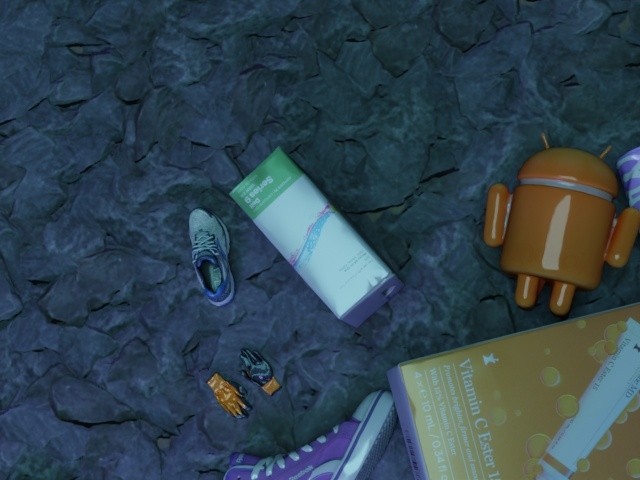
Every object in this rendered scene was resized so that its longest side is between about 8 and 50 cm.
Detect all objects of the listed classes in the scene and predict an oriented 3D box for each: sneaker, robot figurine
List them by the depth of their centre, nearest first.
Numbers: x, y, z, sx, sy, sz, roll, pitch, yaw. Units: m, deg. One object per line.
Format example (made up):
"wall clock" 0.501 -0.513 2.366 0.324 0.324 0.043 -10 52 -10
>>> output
"robot figurine" 0.293 -0.018 1.436 0.158 0.128 0.219 6 82 52
"sneaker" -0.028 0.280 1.470 0.161 0.102 0.282 34 89 17
"sneaker" -0.144 0.017 1.545 0.052 0.058 0.135 -19 79 7

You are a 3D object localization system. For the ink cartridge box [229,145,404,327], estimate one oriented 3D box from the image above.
"ink cartridge box" 0.000 0.000 1.471 0.093 0.154 0.212 -44 78 2

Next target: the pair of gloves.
"pair of gloves" -0.100 0.187 1.538 0.083 0.010 0.074 -41 78 2

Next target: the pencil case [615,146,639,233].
"pencil case" 0.431 -0.023 1.431 0.086 0.088 0.206 -22 78 -1

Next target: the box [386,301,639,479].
"box" 0.273 0.206 1.357 0.345 0.168 0.215 -14 82 -3
